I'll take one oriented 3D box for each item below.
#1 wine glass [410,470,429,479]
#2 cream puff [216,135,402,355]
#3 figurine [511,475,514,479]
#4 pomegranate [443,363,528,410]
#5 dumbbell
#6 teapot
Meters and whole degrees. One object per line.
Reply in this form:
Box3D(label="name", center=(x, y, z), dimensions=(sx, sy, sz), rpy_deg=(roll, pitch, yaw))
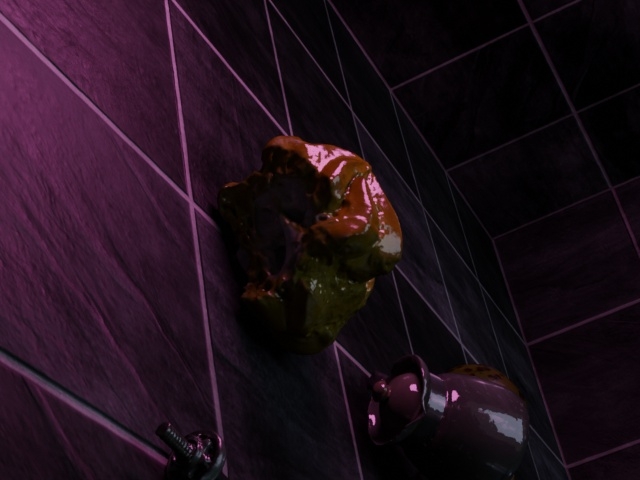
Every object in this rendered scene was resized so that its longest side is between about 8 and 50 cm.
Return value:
Box3D(label="wine glass", center=(0.206, 0.463, 2.221), dimensions=(0.074, 0.074, 0.262), rpy_deg=(65, 17, -3))
Box3D(label="cream puff", center=(0.003, 0.008, 1.861), dimensions=(0.274, 0.269, 0.323), rpy_deg=(44, 28, -64))
Box3D(label="figurine", center=(0.330, 0.556, 2.264), dimensions=(0.271, 0.143, 0.143), rpy_deg=(-56, 133, -20))
Box3D(label="pomegranate", center=(0.324, 0.384, 2.469), dimensions=(0.306, 0.242, 0.242), rpy_deg=(76, -8, -82))
Box3D(label="dumbbell", center=(-0.118, 0.292, 1.380), dimensions=(0.254, 0.081, 0.082), rpy_deg=(54, 20, -38))
Box3D(label="teapot", center=(0.209, 0.304, 2.142), dimensions=(0.285, 0.223, 0.305), rpy_deg=(28, 28, -21))
